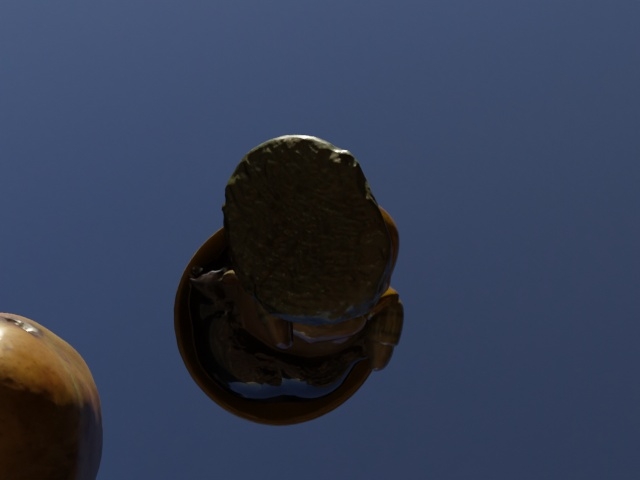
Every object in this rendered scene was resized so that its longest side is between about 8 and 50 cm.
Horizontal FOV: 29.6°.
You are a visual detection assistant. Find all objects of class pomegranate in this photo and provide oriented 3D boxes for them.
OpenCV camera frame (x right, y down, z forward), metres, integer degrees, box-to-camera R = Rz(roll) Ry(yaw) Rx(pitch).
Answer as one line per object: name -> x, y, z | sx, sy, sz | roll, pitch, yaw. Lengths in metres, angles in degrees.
pomegranate -> -0.342, 0.199, 1.157 | 0.307, 0.307, 0.307 | -4, -101, 22

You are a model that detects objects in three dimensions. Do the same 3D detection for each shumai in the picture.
shumai -> -0.001, 0.000, 0.761 | 0.099, 0.087, 0.123 | -26, -110, 11

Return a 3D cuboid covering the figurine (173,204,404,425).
figurine -> -0.014, 0.045, 1.014 | 0.192, 0.257, 0.167 | 25, -124, -10
